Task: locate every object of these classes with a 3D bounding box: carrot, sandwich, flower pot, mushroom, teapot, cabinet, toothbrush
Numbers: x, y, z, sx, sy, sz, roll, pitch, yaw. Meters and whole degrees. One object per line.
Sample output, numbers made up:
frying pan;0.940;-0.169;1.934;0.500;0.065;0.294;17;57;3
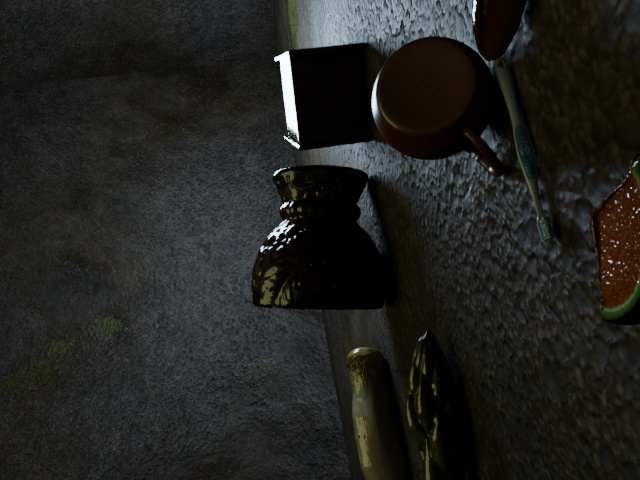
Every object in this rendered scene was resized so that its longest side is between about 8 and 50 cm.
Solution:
carrot;0.134;-0.197;0.406;0.139;0.048;0.048;87;172;-51
sandwich;0.183;0.000;0.317;0.069;0.026;0.101;152;113;-88
flower pot;0.000;0.000;1.090;0.266;0.266;0.267;139;133;-83
mushroom;0.124;0.401;1.164;0.123;0.095;0.351;30;-132;-67
teapot;0.110;-0.122;0.518;0.173;0.116;0.116;51;163;19
cabinet;0.004;-0.280;1.075;0.215;0.148;0.175;-129;31;-71
toothbrush;0.164;-0.075;0.447;0.017;0.014;0.162;52;-152;-72

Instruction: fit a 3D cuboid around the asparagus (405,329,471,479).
asparagus;0.154;0.260;0.717;0.080;0.080;0.287;147;115;-84
